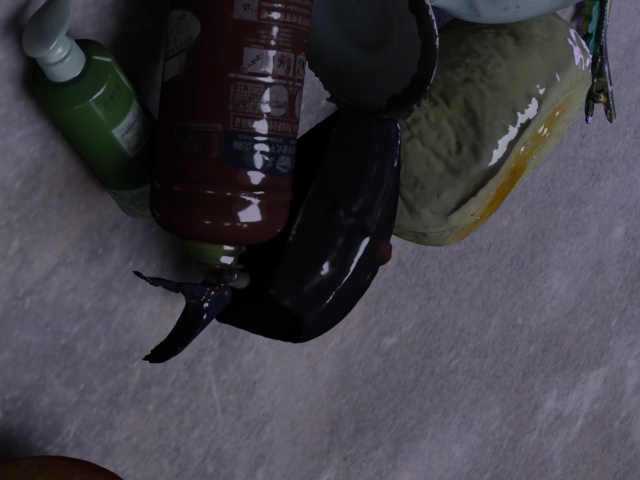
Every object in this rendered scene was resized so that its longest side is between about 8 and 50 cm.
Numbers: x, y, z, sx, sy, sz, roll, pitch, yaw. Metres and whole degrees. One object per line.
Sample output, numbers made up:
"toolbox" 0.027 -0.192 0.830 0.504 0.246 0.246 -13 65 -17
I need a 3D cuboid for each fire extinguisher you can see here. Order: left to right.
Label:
"fire extinguisher" -0.074 -0.086 1.212 0.138 0.102 0.344 4 93 -59

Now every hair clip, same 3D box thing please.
"hair clip" 0.284 -0.193 1.820 0.049 0.049 0.173 -37 137 -35

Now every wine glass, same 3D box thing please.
"wine glass" 0.127 -0.245 1.400 0.357 0.190 0.190 -33 140 -34

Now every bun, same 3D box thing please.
"bun" 0.127 -0.113 1.542 0.244 0.153 0.244 -49 173 -8

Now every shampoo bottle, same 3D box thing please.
"shampoo bottle" -0.153 -0.091 1.229 0.065 0.065 0.204 -53 149 -14

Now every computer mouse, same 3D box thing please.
"computer mouse" 0.000 0.000 1.366 0.269 0.100 0.170 157 -46 -76

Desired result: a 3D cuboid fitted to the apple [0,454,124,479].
"apple" -0.205 0.257 1.319 0.188 0.188 0.174 -58 161 -5
